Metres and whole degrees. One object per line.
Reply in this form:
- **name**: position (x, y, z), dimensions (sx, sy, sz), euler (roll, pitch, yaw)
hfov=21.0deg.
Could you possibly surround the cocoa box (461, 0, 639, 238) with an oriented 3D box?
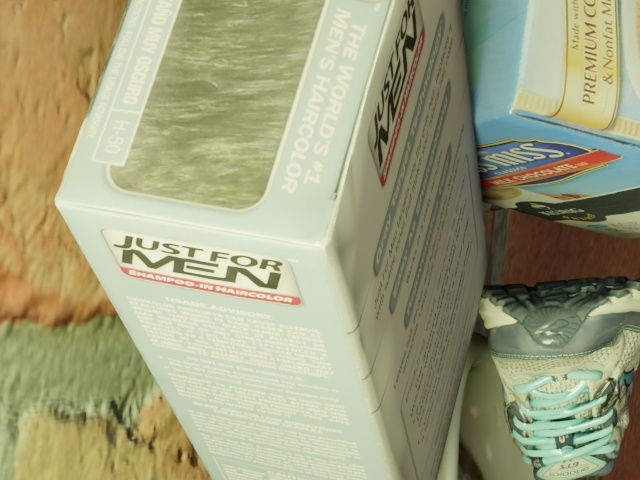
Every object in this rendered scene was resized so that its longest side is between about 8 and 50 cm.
- **cocoa box**: position (0.171, -0.197, 1.011), dimensions (0.228, 0.231, 0.347), euler (13, 81, -23)

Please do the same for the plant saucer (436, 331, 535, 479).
- **plant saucer**: position (0.086, 0.263, 1.117), dimensions (0.400, 0.101, 0.400), euler (-9, 90, -76)

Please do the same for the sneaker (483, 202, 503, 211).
- **sneaker**: position (0.095, -0.102, 1.165), dimensions (0.069, 0.084, 0.185), euler (99, -16, -53)

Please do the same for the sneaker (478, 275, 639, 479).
- **sneaker**: position (0.163, 0.092, 1.092), dimensions (0.283, 0.110, 0.122), euler (39, 49, -74)

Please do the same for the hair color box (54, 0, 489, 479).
- **hair color box**: position (0.000, 0.000, 0.827), dimensions (0.374, 0.114, 0.185), euler (75, 29, -62)
